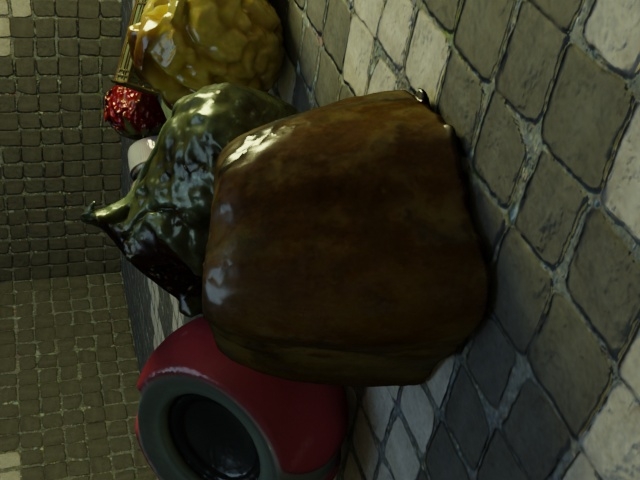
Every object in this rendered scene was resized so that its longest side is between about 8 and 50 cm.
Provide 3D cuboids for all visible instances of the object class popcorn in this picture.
[{"bbox_3d":[-0.167,-0.330,1.314,0.265,0.225,0.332,-13,60,60],"label":"popcorn"}]

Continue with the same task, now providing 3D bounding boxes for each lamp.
[{"bbox_3d":[-0.374,-0.493,1.900,0.090,0.089,0.325,19,95,51],"label":"lamp"}]

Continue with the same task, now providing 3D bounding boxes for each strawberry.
[{"bbox_3d":[-0.413,-0.363,2.074,0.205,0.205,0.244,151,125,-70],"label":"strawberry"}]

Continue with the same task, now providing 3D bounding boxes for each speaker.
[{"bbox_3d":[-0.102,0.228,1.132,0.294,0.294,0.294,176,90,-72],"label":"speaker"}]

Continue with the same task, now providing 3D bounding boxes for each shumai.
[{"bbox_3d":[-0.177,-0.057,1.103,0.330,0.289,0.291,69,-148,-57],"label":"shumai"}]

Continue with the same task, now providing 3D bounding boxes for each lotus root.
[{"bbox_3d":[0.000,0.000,0.878,0.316,0.250,0.316,177,90,-82],"label":"lotus root"}]

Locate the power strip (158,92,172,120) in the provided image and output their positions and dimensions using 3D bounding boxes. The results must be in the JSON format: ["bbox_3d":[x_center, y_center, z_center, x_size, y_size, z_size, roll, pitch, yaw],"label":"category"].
[{"bbox_3d":[-0.292,-0.282,1.861,0.288,0.093,0.053,-124,38,-56],"label":"power strip"}]

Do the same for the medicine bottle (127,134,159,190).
[{"bbox_3d":[-0.371,-0.099,2.031,0.165,0.165,0.273,123,139,-62],"label":"medicine bottle"}]
